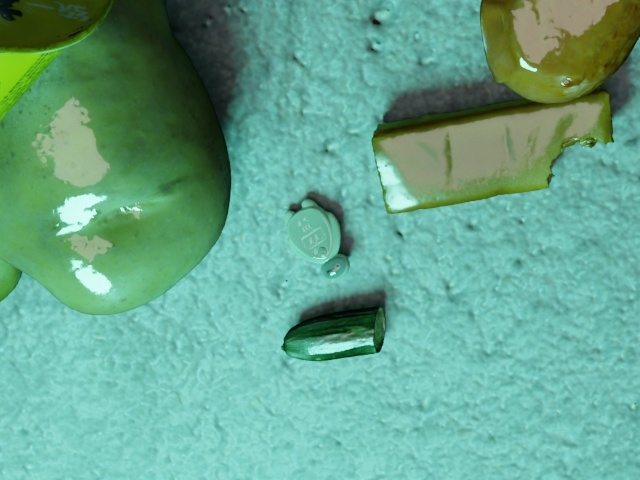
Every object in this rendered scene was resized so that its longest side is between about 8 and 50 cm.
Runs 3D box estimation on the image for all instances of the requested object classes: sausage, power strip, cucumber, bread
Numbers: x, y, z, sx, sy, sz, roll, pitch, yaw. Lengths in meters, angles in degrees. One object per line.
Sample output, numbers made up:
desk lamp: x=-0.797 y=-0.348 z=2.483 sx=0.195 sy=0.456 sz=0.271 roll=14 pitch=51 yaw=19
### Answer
sausage: x=0.234 y=-0.245 z=1.764 sx=0.153 sy=0.141 sz=0.268 roll=24 pitch=110 yaw=0
power strip: x=0.000 y=0.000 z=1.938 sx=0.055 sy=0.035 sz=0.083 roll=-34 pitch=88 yaw=16
cucumber: x=0.013 y=0.095 z=1.956 sx=0.105 sy=0.048 sz=0.048 roll=-10 pitch=107 yaw=14
bread: x=0.166 y=-0.087 z=1.874 sx=0.226 sy=0.049 sz=0.088 roll=-9 pitch=107 yaw=9

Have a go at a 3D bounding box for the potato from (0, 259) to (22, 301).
potato: x=-0.373 y=0.015 z=1.907 sx=0.137 sy=0.200 sz=0.154 roll=6 pitch=99 yaw=32

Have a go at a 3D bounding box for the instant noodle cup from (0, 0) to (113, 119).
instant noodle cup: x=-0.363 y=-0.190 z=1.615 sx=0.325 sy=0.325 sz=0.254 roll=35 pitch=127 yaw=-5

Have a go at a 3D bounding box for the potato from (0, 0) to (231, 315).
potato: x=-0.221 y=-0.099 z=1.830 sx=0.243 sy=0.221 sz=0.326 roll=-20 pitch=102 yaw=18
